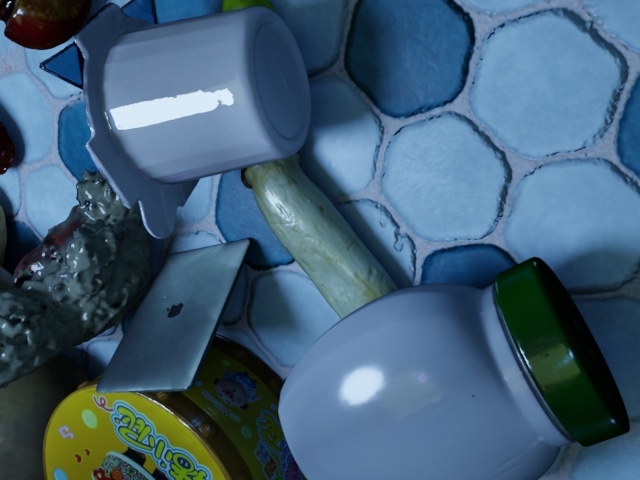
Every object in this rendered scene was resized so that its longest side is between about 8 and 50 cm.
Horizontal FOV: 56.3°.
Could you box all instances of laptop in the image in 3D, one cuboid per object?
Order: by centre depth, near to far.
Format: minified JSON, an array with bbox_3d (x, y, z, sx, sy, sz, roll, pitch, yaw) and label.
[{"bbox_3d":[-0.215,0.110,0.900,0.188,0.269,0.015,-10,133,29],"label":"laptop"}]

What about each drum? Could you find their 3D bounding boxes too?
[{"bbox_3d":[-0.231,0.380,0.996,0.431,0.214,0.431,7,107,25],"label":"drum"}]

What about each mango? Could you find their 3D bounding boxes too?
[{"bbox_3d":[-0.093,-0.298,0.822,0.073,0.056,0.108,-18,108,34],"label":"mango"}]

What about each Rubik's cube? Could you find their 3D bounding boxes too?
[{"bbox_3d":[-0.312,-0.242,0.957,0.178,0.211,0.190,50,155,-17],"label":"Rubik's cube"}]

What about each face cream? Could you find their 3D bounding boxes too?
[{"bbox_3d":[0.149,0.190,0.724,0.357,0.219,0.312,-30,118,24],"label":"face cream"}]

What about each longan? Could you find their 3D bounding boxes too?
[{"bbox_3d":[-0.569,0.340,1.116,0.297,0.297,0.297,8,108,25],"label":"longan"}]

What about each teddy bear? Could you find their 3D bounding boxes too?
[{"bbox_3d":[-0.438,0.090,0.934,0.224,0.367,0.357,48,121,1],"label":"teddy bear"}]

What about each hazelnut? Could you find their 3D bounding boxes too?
[{"bbox_3d":[-0.450,-0.401,0.914,0.178,0.178,0.204,-33,116,30],"label":"hazelnut"}]

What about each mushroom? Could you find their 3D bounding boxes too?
[{"bbox_3d":[0.000,0.000,0.845,0.100,0.081,0.312,-37,88,37],"label":"mushroom"}]

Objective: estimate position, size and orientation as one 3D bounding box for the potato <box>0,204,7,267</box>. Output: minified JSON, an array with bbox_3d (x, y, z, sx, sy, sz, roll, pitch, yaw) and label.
[{"bbox_3d":[-0.694,0.015,1.175,0.235,0.128,0.161,-40,86,25],"label":"potato"}]

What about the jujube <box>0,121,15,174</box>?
[{"bbox_3d":[-0.636,-0.197,1.090,0.176,0.109,0.112,55,152,4],"label":"jujube"}]

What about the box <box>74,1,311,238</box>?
[{"bbox_3d":[-0.137,-0.158,0.748,0.206,0.262,0.291,-7,82,24],"label":"box"}]

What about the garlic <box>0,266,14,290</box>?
[{"bbox_3d":[-0.691,0.140,1.108,0.325,0.279,0.132,102,159,-52],"label":"garlic"}]
